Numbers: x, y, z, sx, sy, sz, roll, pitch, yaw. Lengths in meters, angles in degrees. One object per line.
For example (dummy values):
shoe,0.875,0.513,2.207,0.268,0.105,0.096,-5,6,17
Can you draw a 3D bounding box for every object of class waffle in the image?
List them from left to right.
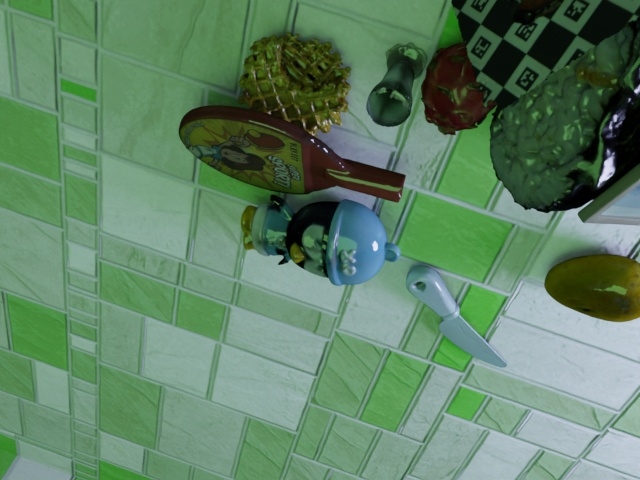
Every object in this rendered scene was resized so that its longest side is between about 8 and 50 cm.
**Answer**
waffle,-0.046,-0.260,1.241,0.193,0.070,0.197,14,132,8

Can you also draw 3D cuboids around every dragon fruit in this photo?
dragon fruit,0.222,-0.247,1.128,0.136,0.133,0.166,-7,143,-32

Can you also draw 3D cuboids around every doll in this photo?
doll,0.000,0.000,1.399,0.314,0.141,0.177,8,127,17

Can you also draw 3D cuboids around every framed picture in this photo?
framed picture,0.567,-0.096,1.064,0.335,0.022,0.247,2,144,-37

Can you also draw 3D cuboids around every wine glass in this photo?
wine glass,0.120,-0.246,1.138,0.072,0.155,0.072,10,132,12

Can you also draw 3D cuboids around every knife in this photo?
knife,0.280,0.174,1.521,0.080,0.044,0.331,-23,122,32

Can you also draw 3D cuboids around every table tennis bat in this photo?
table tennis bat,-0.054,-0.144,1.294,0.415,0.051,0.268,15,161,6

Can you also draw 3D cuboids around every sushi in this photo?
sushi,0.298,-0.335,0.959,0.050,0.290,0.264,15,143,-41
sushi,0.388,-0.198,1.044,0.171,0.211,0.350,-10,133,-32

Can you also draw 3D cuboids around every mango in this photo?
mango,0.508,0.088,1.326,0.195,0.098,0.137,-2,132,27
